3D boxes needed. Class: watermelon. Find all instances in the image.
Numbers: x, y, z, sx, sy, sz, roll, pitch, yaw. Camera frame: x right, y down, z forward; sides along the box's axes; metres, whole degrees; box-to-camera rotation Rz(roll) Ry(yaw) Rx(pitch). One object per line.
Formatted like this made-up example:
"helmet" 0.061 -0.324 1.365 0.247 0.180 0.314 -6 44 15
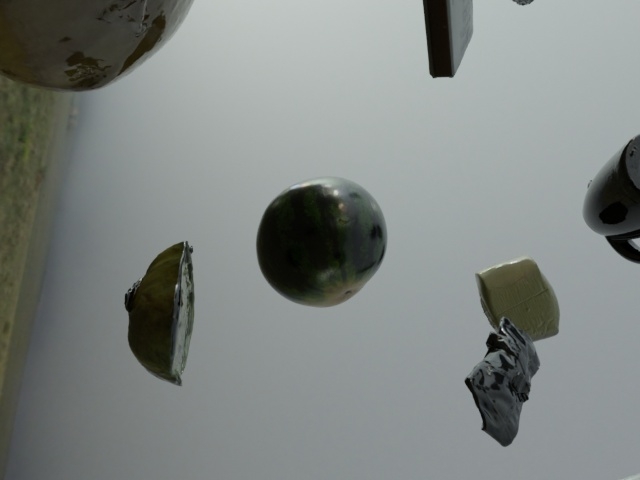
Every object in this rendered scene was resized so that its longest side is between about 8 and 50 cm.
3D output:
"watermelon" 0.000 0.005 0.962 0.269 0.268 0.269 -29 -124 54

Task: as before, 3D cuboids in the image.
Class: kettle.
"kettle" 0.774 -0.077 1.206 0.290 0.207 0.269 97 -25 -68

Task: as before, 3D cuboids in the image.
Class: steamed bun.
"steamed bun" 0.570 0.173 1.434 0.155 0.199 0.250 -68 136 -81

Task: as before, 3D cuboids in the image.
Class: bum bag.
"bum bag" 0.364 0.261 0.967 0.137 0.310 0.074 53 -51 3

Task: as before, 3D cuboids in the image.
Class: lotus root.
"lotus root" -0.216 0.097 0.666 0.204 0.077 0.183 -96 -168 -47

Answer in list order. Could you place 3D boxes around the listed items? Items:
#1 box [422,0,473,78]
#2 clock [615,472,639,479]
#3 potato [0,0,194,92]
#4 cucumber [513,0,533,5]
"box" 0.139 -0.287 0.540 0.035 0.178 0.115 9 -130 27
"clock" 0.282 0.327 0.468 0.116 0.231 0.263 -115 -175 -58
"potato" -0.157 -0.207 0.330 0.116 0.239 0.299 48 -30 18
"cucumber" 0.359 -0.534 0.987 0.072 0.300 0.072 11 -74 43
